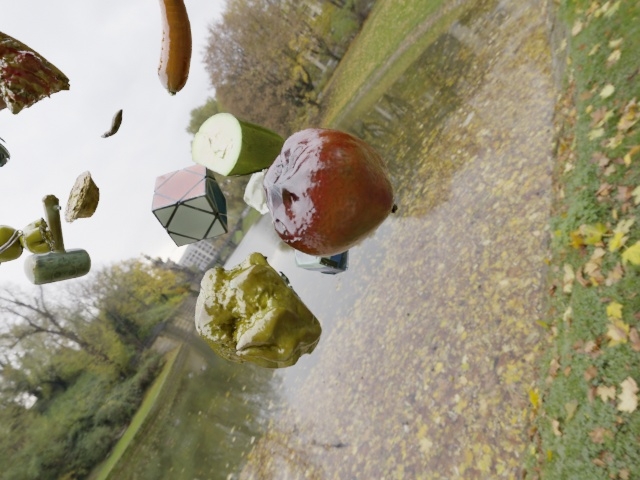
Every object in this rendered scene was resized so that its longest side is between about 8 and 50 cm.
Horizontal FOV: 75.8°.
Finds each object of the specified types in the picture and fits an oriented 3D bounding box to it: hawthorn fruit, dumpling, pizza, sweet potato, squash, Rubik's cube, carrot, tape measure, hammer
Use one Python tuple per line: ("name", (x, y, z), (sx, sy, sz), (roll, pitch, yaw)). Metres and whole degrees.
("hawthorn fruit", (0.021, -0.117, 0.929), (0.311, 0.295, 0.295), (-30, -9, -39))
("dumpling", (-0.213, -0.267, 2.001), (0.318, 0.243, 0.187), (-42, -22, -14))
("pizza", (-0.651, -0.360, 0.909), (0.062, 0.188, 0.198), (-23, 62, 25))
("sweet potato", (-0.805, -0.449, 1.606), (0.153, 0.041, 0.038), (-45, -6, 19))
("squash", (-0.254, -0.317, 1.471), (0.309, 0.234, 0.210), (10, -78, -59))
("Rubik's cube", (-0.474, -0.131, 1.518), (0.208, 0.205, 0.205), (-18, 46, 1))
("carrot", (-0.269, -0.400, 0.747), (0.062, 0.066, 0.271), (-35, -36, -48))
("tape measure", (-0.001, 0.002, 1.658), (0.259, 0.138, 0.261), (-9, 72, 60))
("hammer", (-0.907, -0.008, 1.414), (0.202, 0.113, 0.305), (-15, -69, -55))

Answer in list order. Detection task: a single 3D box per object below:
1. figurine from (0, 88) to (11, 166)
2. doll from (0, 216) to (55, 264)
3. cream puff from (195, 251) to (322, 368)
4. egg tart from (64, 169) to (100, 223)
("figurine", (-1.442, -0.509, 1.749), (0.248, 0.277, 0.387), (-19, -47, -40))
("doll", (-0.891, 0.012, 1.174), (0.135, 0.221, 0.142), (-129, 29, -51))
("cream puff", (-0.157, 0.216, 1.050), (0.270, 0.323, 0.274), (-43, 42, -5))
("egg tart", (-0.521, -0.093, 0.907), (0.129, 0.049, 0.128), (-21, 60, 42))
